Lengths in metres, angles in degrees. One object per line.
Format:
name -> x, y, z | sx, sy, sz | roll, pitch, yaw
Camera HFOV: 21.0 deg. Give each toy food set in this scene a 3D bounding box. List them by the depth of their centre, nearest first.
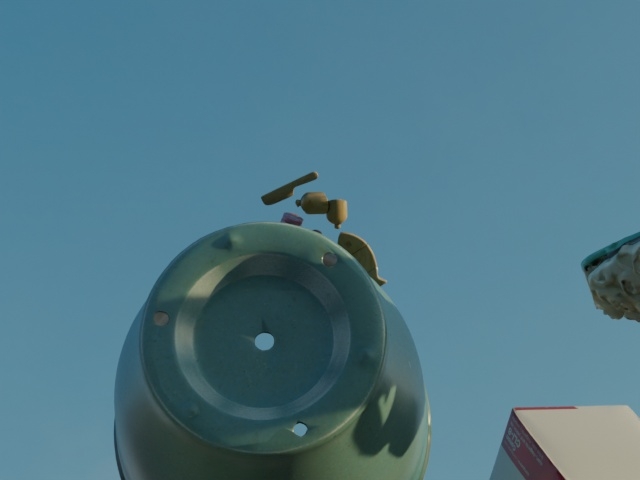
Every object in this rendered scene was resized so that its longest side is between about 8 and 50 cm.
toy food set -> 0.000, 0.000, 1.539 | 0.078, 0.019, 0.122 | -25, -77, 14

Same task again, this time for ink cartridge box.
ink cartridge box -> 0.226, 0.253, 1.534 | 0.128, 0.127, 0.176 | 1, -61, -25

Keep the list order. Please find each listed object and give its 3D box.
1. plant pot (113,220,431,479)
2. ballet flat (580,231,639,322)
plant pot -> -0.043, 0.115, 1.360 | 0.272, 0.271, 0.255 | -5, -21, -1
ballet flat -> 0.380, -0.001, 1.292 | 0.409, 0.147, 0.147 | -28, -35, 31
